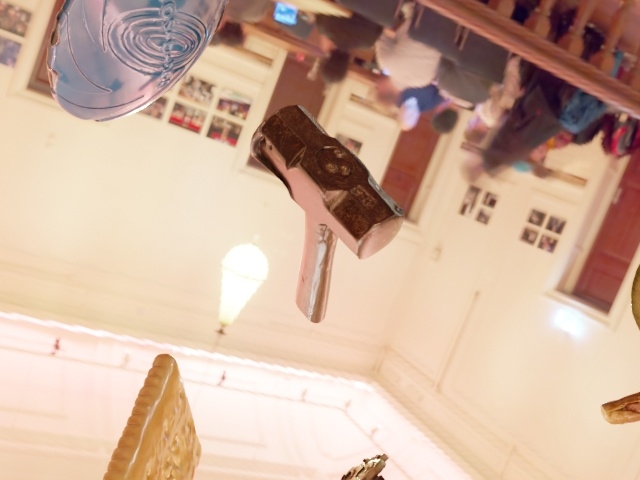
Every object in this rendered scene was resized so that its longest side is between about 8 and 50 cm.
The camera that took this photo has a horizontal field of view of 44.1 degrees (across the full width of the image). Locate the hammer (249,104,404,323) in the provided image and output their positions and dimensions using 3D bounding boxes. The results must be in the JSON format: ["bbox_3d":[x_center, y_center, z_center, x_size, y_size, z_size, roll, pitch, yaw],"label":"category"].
[{"bbox_3d":[0.000,0.000,1.233,0.242,0.095,0.409,45,154,22],"label":"hammer"}]

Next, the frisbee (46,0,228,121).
[{"bbox_3d":[-0.164,-0.210,0.786,0.045,0.242,0.242,41,-169,12],"label":"frisbee"}]

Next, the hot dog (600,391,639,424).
[{"bbox_3d":[0.694,0.308,1.546,0.286,0.061,0.088,-21,166,24],"label":"hot dog"}]

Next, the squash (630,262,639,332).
[{"bbox_3d":[0.572,0.115,1.181,0.189,0.260,0.189,-17,166,-4],"label":"squash"}]

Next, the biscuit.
[{"bbox_3d":[-0.165,0.244,0.786,0.030,0.160,0.249,-5,-152,8],"label":"biscuit"}]

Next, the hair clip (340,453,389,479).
[{"bbox_3d":[0.071,0.437,1.401,0.056,0.146,0.187,52,149,-7],"label":"hair clip"}]
